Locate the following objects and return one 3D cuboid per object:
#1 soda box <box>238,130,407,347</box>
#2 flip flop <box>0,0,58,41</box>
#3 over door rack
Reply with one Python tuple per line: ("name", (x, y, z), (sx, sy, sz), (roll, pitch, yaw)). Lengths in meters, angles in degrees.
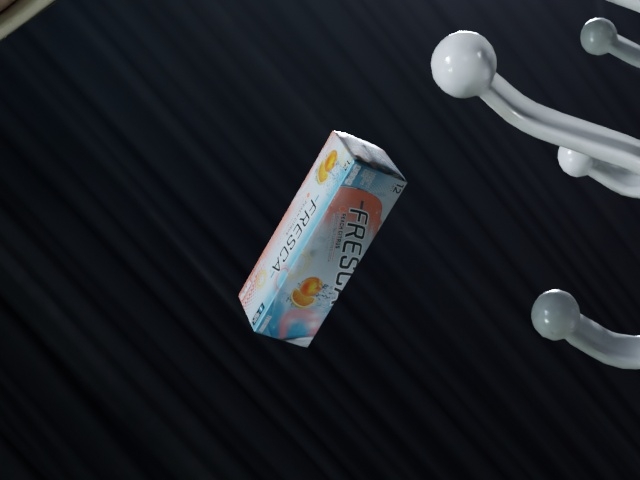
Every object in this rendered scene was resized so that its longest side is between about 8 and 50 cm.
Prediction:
("soda box", (0.000, 0.000, 1.151), (0.183, 0.058, 0.063), (-60, 30, 20))
("flip flop", (-0.140, -0.130, 0.485), (0.277, 0.112, 0.080), (-47, 2, -16))
("over door rack", (0.111, -0.152, 0.473), (0.108, 0.324, 0.239), (7, 39, 12))
